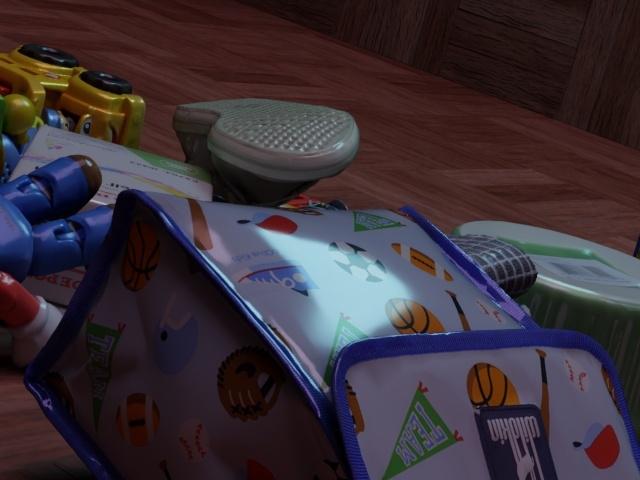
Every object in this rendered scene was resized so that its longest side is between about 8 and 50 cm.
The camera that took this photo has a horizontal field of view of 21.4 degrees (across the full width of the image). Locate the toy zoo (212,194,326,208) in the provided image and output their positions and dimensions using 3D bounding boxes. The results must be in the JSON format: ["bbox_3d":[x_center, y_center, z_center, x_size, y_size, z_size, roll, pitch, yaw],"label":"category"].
[{"bbox_3d":[-0.063,-0.038,2.197,0.293,0.030,0.192,23,16,29],"label":"toy zoo"}]

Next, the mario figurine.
[{"bbox_3d":[-0.327,0.022,1.468,0.198,0.170,0.320,18,23,41],"label":"mario figurine"}]

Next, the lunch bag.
[{"bbox_3d":[0.039,0.140,1.219,0.327,0.239,0.385,2,35,-45],"label":"lunch bag"}]

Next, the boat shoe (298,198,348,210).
[{"bbox_3d":[0.000,0.000,1.966,0.301,0.102,0.108,8,15,-27],"label":"boat shoe"}]

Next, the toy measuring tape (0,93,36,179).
[{"bbox_3d":[-0.429,-0.056,1.681,0.330,0.121,0.121,-27,32,-20],"label":"toy measuring tape"}]

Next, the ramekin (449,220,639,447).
[{"bbox_3d":[0.250,0.089,1.789,0.303,0.148,0.303,15,14,-4],"label":"ramekin"}]

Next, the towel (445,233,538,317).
[{"bbox_3d":[0.030,0.054,1.580,0.283,0.121,0.235,2,8,31],"label":"towel"}]

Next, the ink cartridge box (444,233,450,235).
[{"bbox_3d":[0.250,0.052,2.101,0.235,0.056,0.171,9,13,4],"label":"ink cartridge box"}]

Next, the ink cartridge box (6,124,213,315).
[{"bbox_3d":[-0.219,-0.006,1.716,0.207,0.119,0.353,15,14,-7],"label":"ink cartridge box"}]

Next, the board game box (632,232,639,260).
[{"bbox_3d":[0.522,0.083,1.933,0.347,0.233,0.078,16,14,1],"label":"board game box"}]

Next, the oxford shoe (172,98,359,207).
[{"bbox_3d":[-0.065,-0.090,1.955,0.169,0.130,0.449,-6,9,-19],"label":"oxford shoe"}]

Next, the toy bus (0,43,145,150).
[{"bbox_3d":[-0.356,-0.154,2.058,0.220,0.149,0.211,25,11,28],"label":"toy bus"}]

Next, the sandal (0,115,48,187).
[{"bbox_3d":[-0.399,-0.078,1.871,0.317,0.126,0.138,8,50,-54],"label":"sandal"}]
